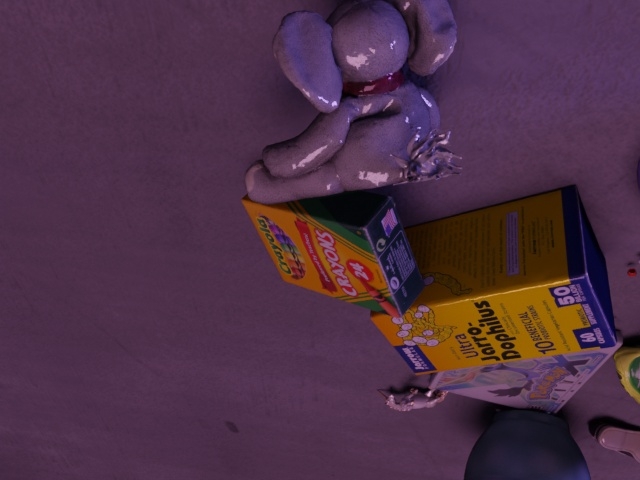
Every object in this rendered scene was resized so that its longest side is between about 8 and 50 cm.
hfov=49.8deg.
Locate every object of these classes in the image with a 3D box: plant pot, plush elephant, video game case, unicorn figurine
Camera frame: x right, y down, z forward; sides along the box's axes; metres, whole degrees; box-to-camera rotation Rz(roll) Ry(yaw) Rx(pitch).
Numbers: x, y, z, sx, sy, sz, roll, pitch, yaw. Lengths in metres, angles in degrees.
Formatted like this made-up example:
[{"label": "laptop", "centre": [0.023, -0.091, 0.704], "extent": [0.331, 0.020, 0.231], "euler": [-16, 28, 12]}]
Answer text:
[{"label": "plant pot", "centre": [0.482, 0.511, 1.599], "extent": [0.293, 0.196, 0.293], "euler": [10, 153, 5]}, {"label": "plush elephant", "centre": [0.047, -0.198, 0.915], "extent": [0.272, 0.255, 0.330], "euler": [-15, -172, -27]}, {"label": "video game case", "centre": [0.424, 0.260, 1.477], "extent": [0.300, 0.036, 0.329], "euler": [14, 139, -1]}, {"label": "unicorn figurine", "centre": [0.223, 0.377, 1.637], "extent": [0.162, 0.060, 0.111], "euler": [8, 150, -4]}]

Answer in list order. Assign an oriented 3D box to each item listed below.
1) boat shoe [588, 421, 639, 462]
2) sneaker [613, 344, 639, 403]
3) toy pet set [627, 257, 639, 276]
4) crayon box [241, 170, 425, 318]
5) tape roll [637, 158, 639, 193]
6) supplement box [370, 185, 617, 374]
[{"label": "boat shoe", "centre": [0.731, 0.476, 1.644], "extent": [0.206, 0.075, 0.065], "euler": [21, -178, -18]}, {"label": "sneaker", "centre": [0.716, 0.305, 1.402], "extent": [0.295, 0.109, 0.123], "euler": [37, 134, -27]}, {"label": "toy pet set", "centre": [0.594, 0.061, 1.154], "extent": [0.114, 0.122, 0.065], "euler": [-19, 137, 6]}, {"label": "crayon box", "centre": [0.000, 0.000, 1.151], "extent": [0.318, 0.081, 0.202], "euler": [15, 142, 41]}, {"label": "tape roll", "centre": [0.615, -0.085, 1.002], "extent": [0.275, 0.090, 0.275], "euler": [7, 140, 6]}, {"label": "supplement box", "centre": [0.292, 0.080, 1.185], "extent": [0.356, 0.195, 0.194], "euler": [-15, 132, 28]}]
